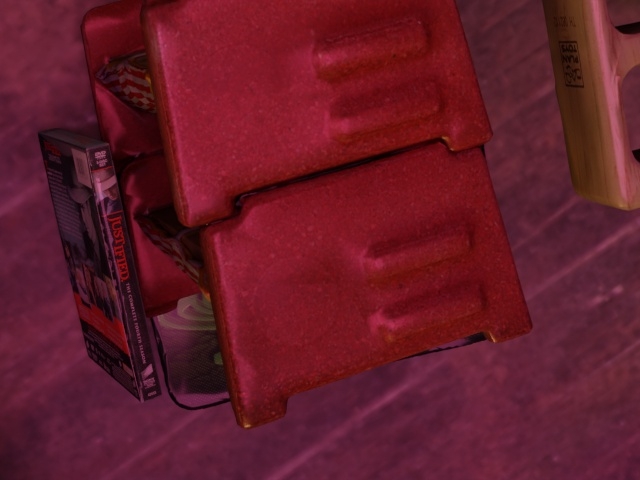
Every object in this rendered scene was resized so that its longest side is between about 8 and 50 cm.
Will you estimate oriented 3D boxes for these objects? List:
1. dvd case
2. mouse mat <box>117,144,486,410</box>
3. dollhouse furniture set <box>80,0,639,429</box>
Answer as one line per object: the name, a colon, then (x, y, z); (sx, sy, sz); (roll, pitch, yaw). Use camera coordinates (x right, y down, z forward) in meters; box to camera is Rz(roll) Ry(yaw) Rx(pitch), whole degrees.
dvd case: (-0.105, 0.009, 0.561); (0.013, 0.087, 0.119); (-18, 106, -24)
mouse mat: (0.000, 0.000, 0.620); (0.190, 0.007, 0.152); (-13, 106, -6)
dollhouse furniture set: (0.097, -0.069, 0.522); (0.374, 0.201, 0.152); (-16, 103, -13)
